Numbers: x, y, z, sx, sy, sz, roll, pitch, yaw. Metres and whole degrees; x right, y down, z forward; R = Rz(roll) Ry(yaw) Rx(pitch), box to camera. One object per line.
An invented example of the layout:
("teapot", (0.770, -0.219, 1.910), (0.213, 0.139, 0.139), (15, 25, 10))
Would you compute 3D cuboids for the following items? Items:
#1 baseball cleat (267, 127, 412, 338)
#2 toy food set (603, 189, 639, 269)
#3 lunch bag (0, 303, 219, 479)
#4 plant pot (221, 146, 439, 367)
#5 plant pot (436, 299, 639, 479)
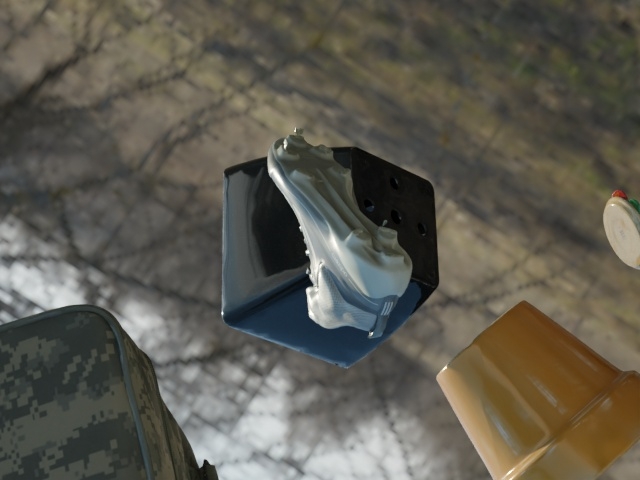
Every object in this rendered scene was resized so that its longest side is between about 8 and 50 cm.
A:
("baseball cleat", (0.000, 0.000, 1.375), (0.072, 0.109, 0.206), (4, -148, -29))
("toy food set", (0.317, -0.010, 1.748), (0.082, 0.020, 0.083), (60, 162, 21))
("lunch bag", (-0.250, 0.210, 1.367), (0.256, 0.305, 0.212), (66, -174, -62))
("plant pot", (0.020, 0.004, 1.792), (0.187, 0.188, 0.167), (23, 146, -38))
("plant pot", (0.230, 0.174, 1.810), (0.188, 0.205, 0.205), (48, 180, 9))
